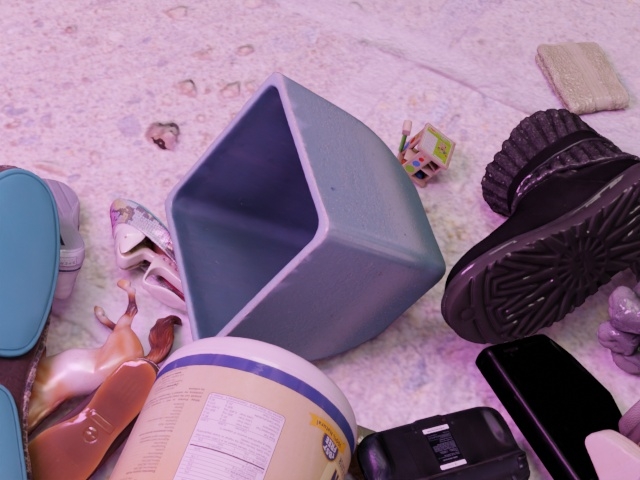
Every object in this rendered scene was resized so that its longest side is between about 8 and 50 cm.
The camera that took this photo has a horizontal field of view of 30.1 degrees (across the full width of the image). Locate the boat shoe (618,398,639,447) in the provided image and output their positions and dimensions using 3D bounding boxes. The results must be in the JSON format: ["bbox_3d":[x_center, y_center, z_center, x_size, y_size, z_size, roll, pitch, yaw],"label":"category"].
[{"bbox_3d":[0.517,0.199,1.374,0.355,0.132,0.130,-10,58,-19],"label":"boat shoe"}]

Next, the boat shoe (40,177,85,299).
[{"bbox_3d":[-0.344,-0.005,1.489,0.083,0.076,0.226,7,24,-18],"label":"boat shoe"}]

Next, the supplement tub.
[{"bbox_3d":[-0.108,0.280,1.189,0.228,0.228,0.316,16,52,7],"label":"supplement tub"}]

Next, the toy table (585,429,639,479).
[{"bbox_3d":[0.375,0.298,1.224,0.274,0.161,0.252,6,62,-31],"label":"toy table"}]

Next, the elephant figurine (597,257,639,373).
[{"bbox_3d":[0.445,0.043,1.475,0.186,0.169,0.239,19,55,16],"label":"elephant figurine"}]

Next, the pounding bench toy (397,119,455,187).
[{"bbox_3d":[0.130,-0.124,1.633,0.083,0.065,0.052,36,49,-16],"label":"pounding bench toy"}]

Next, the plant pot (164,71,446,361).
[{"bbox_3d":[0.000,0.000,1.414,0.252,0.247,0.248,18,41,-37],"label":"plant pot"}]

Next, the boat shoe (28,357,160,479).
[{"bbox_3d":[-0.252,0.214,1.318,0.207,0.073,0.073,-41,84,-5],"label":"boat shoe"}]

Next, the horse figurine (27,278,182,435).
[{"bbox_3d":[-0.283,0.139,1.392,0.263,0.066,0.174,-14,46,-13],"label":"horse figurine"}]

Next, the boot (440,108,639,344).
[{"bbox_3d":[0.256,-0.024,1.501,0.348,0.131,0.260,-29,33,-12],"label":"boot"}]

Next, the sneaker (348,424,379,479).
[{"bbox_3d":[0.105,0.258,1.340,0.192,0.064,0.086,38,51,21],"label":"sneaker"}]

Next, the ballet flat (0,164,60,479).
[{"bbox_3d":[-0.390,0.152,1.287,0.164,0.182,0.483,20,55,-38],"label":"ballet flat"}]

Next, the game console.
[{"bbox_3d":[0.196,0.218,1.337,0.361,0.044,0.213,-8,50,-32],"label":"game console"}]

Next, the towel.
[{"bbox_3d":[0.396,-0.249,1.801,0.110,0.027,0.148,-9,53,-12],"label":"towel"}]

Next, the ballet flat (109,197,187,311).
[{"bbox_3d":[-0.203,0.028,1.483,0.221,0.077,0.079,38,50,19],"label":"ballet flat"}]
